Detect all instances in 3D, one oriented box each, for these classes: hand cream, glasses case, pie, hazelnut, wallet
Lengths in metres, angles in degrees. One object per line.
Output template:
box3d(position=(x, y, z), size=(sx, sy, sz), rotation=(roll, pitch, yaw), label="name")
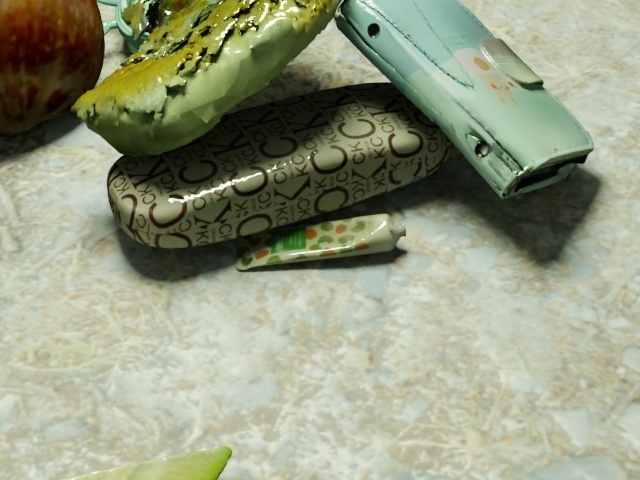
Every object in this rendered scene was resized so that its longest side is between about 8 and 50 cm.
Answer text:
box3d(position=(0.000, 0.000, 1.439), size=(0.165, 0.037, 0.057), rotation=(-6, 40, 5), label="hand cream")
box3d(position=(-0.036, -0.079, 1.483), size=(0.355, 0.085, 0.137), rotation=(-17, 39, -19), label="glasses case")
box3d(position=(-0.097, -0.222, 1.491), size=(0.296, 0.078, 0.371), rotation=(-22, 32, 22), label="pie")
box3d(position=(-0.341, -0.216, 1.572), size=(0.234, 0.218, 0.218), rotation=(-16, 42, -15), label="hazelnut")
box3d(position=(0.145, -0.152, 1.476), size=(0.250, 0.075, 0.176), rotation=(48, 29, 16), label="wallet")

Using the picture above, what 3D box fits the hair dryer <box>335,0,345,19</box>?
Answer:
box3d(position=(0.046, -0.364, 1.801), size=(0.073, 0.131, 0.236), rotation=(-3, 27, 3), label="hair dryer")

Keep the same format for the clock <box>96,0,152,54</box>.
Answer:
box3d(position=(-0.160, -0.255, 1.712), size=(0.211, 0.066, 0.159), rotation=(1, 41, 4), label="clock")

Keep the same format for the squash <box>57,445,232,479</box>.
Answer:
box3d(position=(-0.234, 0.211, 1.131), size=(0.203, 0.111, 0.288), rotation=(42, 53, -2), label="squash")
